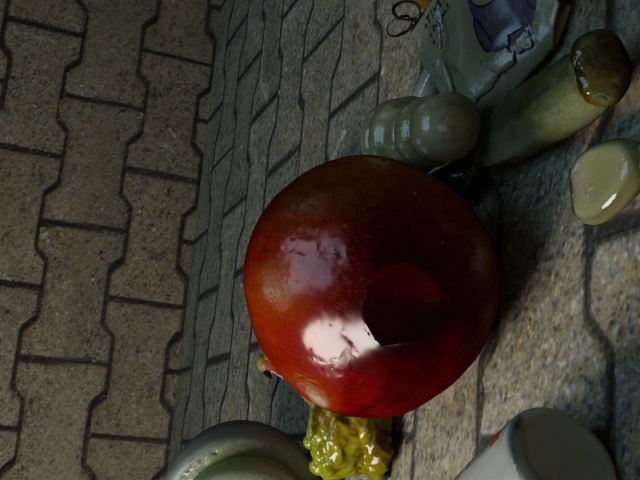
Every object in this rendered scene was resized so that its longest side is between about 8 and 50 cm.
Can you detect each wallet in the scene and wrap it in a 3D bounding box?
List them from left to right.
[{"bbox_3d":[0.242,-0.336,1.355,0.335,0.068,0.274,-50,54,47],"label":"wallet"}]

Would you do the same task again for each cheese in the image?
[{"bbox_3d":[0.355,-0.087,1.027,0.192,0.037,0.097,138,137,-62],"label":"cheese"}]

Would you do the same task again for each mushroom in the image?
[{"bbox_3d":[0.300,-0.175,1.176,0.312,0.081,0.099,143,136,-69],"label":"mushroom"}]

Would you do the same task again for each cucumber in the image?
[{"bbox_3d":[0.188,-0.075,1.455,0.241,0.075,0.074,143,133,-60],"label":"cucumber"}]

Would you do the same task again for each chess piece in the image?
[{"bbox_3d":[0.159,-0.167,1.366,0.261,0.143,0.142,178,101,-77],"label":"chess piece"}]

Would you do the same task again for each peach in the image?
[{"bbox_3d":[0.079,0.064,1.270,0.388,0.388,0.388,-170,90,-71],"label":"peach"}]

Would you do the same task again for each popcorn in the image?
[{"bbox_3d":[0.049,0.322,1.549,0.197,0.156,0.197,177,90,-84],"label":"popcorn"}]

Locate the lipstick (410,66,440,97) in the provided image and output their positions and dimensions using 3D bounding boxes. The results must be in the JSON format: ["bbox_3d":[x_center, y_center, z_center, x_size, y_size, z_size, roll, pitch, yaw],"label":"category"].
[{"bbox_3d":[0.190,-0.257,1.553,0.059,0.059,0.264,-105,31,-50],"label":"lipstick"}]

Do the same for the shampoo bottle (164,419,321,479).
[{"bbox_3d":[-0.155,0.516,1.765,0.317,0.323,0.322,-131,53,-74],"label":"shampoo bottle"}]

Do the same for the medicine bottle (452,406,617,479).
[{"bbox_3d":[0.222,0.316,1.055,0.144,0.145,0.252,-99,29,-43],"label":"medicine bottle"}]

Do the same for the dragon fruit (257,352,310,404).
[{"bbox_3d":[-0.003,0.179,1.688,0.224,0.224,0.227,-100,25,-44],"label":"dragon fruit"}]

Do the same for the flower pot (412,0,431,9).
[{"bbox_3d":[0.167,-0.503,1.555,0.195,0.179,0.195,-171,90,-69],"label":"flower pot"}]
